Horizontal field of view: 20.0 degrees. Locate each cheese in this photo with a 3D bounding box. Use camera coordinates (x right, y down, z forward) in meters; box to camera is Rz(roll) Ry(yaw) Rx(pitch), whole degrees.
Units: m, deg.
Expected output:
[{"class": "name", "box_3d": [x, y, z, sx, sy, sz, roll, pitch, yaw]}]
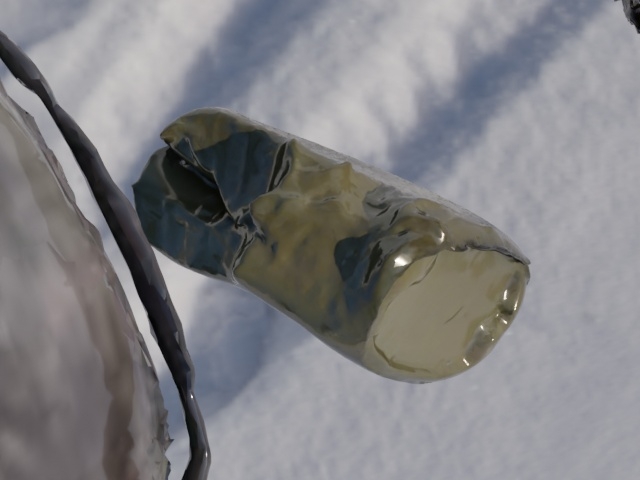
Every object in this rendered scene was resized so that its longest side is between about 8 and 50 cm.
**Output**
[{"class": "cheese", "box_3d": [0.000, 0.000, 0.914, 0.202, 0.175, 0.091, 25, 93, 26]}]

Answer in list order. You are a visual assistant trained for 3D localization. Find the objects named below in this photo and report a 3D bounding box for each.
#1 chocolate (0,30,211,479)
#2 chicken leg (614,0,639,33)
[{"class": "chocolate", "box_3d": [-0.196, 0.073, 0.362, 0.303, 0.213, 0.303, 5, 105, 18]}, {"class": "chicken leg", "box_3d": [0.206, -0.180, 0.770, 0.211, 0.140, 0.361, -27, 45, 12]}]
